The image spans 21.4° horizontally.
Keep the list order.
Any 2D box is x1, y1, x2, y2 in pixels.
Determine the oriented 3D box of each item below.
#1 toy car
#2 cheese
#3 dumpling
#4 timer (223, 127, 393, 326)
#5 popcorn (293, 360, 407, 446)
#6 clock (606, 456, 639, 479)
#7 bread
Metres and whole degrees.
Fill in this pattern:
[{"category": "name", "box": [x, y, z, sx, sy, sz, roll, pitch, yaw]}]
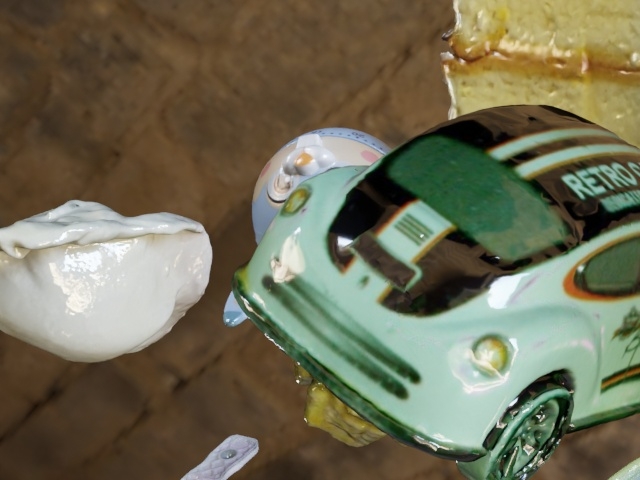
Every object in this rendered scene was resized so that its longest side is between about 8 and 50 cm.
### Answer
[{"category": "toy car", "box": [0.104, 0.009, 0.742, 0.136, 0.306, 0.125, 38, -61, 31]}, {"category": "cheese", "box": [-0.108, 0.194, 1.218, 0.097, 0.192, 0.037, 9, -58, 35]}, {"category": "dumpling", "box": [-0.171, 0.023, 1.273, 0.151, 0.124, 0.229, -36, -33, 30]}, {"category": "timer", "box": [-0.001, -0.021, 1.549, 0.175, 0.255, 0.175, 3, -82, 18]}, {"category": "popcorn", "box": [0.071, 0.058, 1.261, 0.173, 0.168, 0.195, 40, -56, 10]}, {"category": "clock", "box": [0.264, 0.208, 0.976, 0.348, 0.286, 0.117, -9, -64, 43]}, {"category": "bread", "box": [0.188, -0.148, 1.416, 0.178, 0.135, 0.240, -2, -78, 6]}]
